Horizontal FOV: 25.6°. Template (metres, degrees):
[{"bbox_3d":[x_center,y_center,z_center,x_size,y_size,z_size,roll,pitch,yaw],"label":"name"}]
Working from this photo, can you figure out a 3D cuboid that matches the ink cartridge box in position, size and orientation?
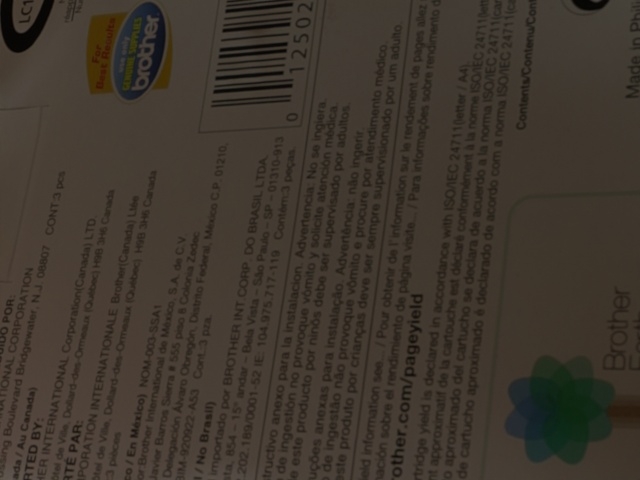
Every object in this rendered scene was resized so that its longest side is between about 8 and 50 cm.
[{"bbox_3d":[0.000,0.000,0.534,0.396,0.270,0.151,-1,161,25],"label":"ink cartridge box"}]
